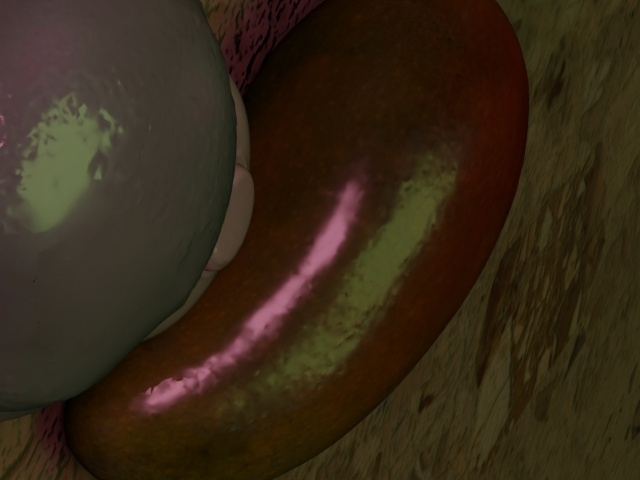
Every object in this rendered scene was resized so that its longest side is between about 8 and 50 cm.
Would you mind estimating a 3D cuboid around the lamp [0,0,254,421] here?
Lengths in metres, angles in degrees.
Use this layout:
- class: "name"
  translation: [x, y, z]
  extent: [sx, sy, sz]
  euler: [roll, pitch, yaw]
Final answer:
- class: "lamp"
  translation: [-0.085, -0.021, 0.698]
  extent: [0.246, 0.108, 0.179]
  euler: [15, 96, -67]

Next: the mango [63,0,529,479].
- class: "mango"
  translation: [0.002, 0.001, 0.892]
  extent: [0.289, 0.129, 0.146]
  euler: [-57, 156, -12]
